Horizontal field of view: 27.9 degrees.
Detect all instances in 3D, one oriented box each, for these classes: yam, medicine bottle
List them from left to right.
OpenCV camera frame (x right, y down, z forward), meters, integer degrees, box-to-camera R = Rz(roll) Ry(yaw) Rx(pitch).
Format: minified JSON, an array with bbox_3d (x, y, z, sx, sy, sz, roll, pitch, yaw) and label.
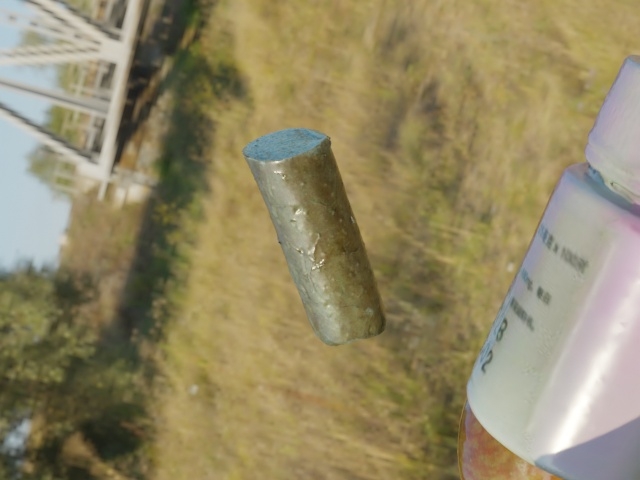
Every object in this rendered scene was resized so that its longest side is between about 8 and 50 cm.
[{"bbox_3d":[0.000,0.000,1.400,0.093,0.093,0.259,-90,-17,-61],"label":"yam"},{"bbox_3d":[0.308,0.032,1.256,0.219,0.219,0.388,-97,25,-68],"label":"medicine bottle"}]

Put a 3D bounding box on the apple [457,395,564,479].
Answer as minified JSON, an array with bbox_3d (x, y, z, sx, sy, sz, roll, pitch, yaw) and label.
[{"bbox_3d":[0.302,0.256,1.646,0.250,0.277,0.309,-32,26,43],"label":"apple"}]
